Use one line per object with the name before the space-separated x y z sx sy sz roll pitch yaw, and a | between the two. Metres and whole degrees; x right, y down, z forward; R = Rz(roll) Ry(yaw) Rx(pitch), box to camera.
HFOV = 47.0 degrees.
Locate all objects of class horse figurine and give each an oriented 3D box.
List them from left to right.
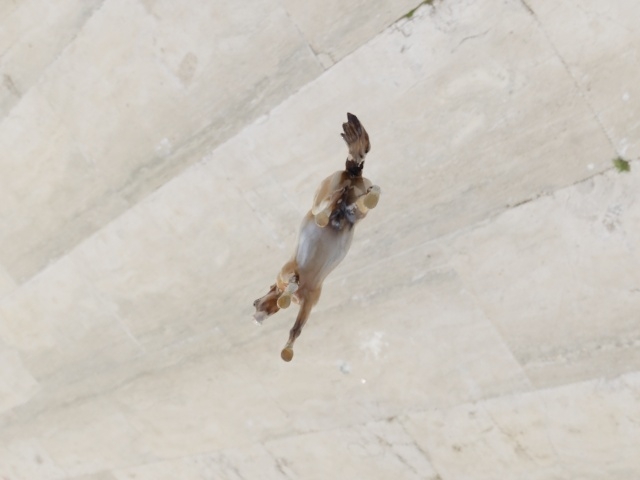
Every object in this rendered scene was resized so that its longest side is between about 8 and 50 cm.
horse figurine | 0.000 0.000 0.744 0.066 0.174 0.263 25 105 -4
